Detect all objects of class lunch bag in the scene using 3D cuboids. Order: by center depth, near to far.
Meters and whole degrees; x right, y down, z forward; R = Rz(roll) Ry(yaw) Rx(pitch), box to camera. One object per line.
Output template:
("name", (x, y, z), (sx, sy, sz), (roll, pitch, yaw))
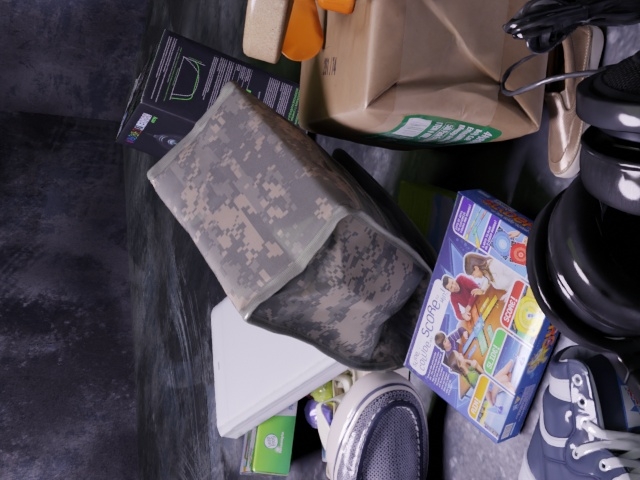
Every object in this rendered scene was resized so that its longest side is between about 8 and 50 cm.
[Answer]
("lunch bag", (0.000, 0.000, 0.977), (0.169, 0.287, 0.235), (-46, 52, 9))

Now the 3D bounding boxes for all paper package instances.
("paper package", (0.093, -0.250, 0.926), (0.325, 0.168, 0.309), (-166, 80, -77))

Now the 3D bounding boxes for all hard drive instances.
("hard drive", (-0.043, 0.113, 1.229), (0.307, 0.040, 0.203), (-39, 46, 39))

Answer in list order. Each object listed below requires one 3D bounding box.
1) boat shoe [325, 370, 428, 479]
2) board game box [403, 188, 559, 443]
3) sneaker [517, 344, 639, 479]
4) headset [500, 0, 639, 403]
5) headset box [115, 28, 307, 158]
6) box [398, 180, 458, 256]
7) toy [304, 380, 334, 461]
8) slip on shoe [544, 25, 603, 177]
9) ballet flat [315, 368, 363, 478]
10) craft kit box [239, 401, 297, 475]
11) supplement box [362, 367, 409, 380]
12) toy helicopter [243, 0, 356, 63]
("boat shoe", (0.086, 0.322, 1.004), (0.158, 0.127, 0.340), (-144, 51, -59))
("board game box", (0.159, 0.071, 0.877), (0.136, 0.035, 0.201), (39, 125, 40))
("sneaker", (0.230, 0.177, 0.645), (0.282, 0.099, 0.153), (-127, 43, -64))
("headset", (0.243, -0.040, 0.613), (0.243, 0.185, 0.394), (94, 156, -49))
("headset box", (-0.168, -0.198, 1.528), (0.246, 0.283, 0.131), (-21, 51, 66))
("box", (0.134, 0.001, 1.006), (0.178, 0.042, 0.109), (-150, 64, -66))
("toy", (0.002, 0.196, 1.310), (0.137, 0.056, 0.237), (156, 116, -69))
("slip on shoe", (0.214, -0.124, 0.815), (0.051, 0.041, 0.135), (-142, 58, -65))
("ballet flat", (0.033, 0.192, 1.194), (0.086, 0.086, 0.248), (142, 129, -63))
("craft kit box", (-0.072, 0.227, 1.392), (0.246, 0.061, 0.250), (114, 163, -74))
("supplement box", (0.081, 0.152, 1.133), (0.062, 0.036, 0.098), (-167, 81, -68))
("toy helicopter", (-0.015, -0.326, 0.855), (0.235, 0.140, 0.355), (104, 178, -72))
